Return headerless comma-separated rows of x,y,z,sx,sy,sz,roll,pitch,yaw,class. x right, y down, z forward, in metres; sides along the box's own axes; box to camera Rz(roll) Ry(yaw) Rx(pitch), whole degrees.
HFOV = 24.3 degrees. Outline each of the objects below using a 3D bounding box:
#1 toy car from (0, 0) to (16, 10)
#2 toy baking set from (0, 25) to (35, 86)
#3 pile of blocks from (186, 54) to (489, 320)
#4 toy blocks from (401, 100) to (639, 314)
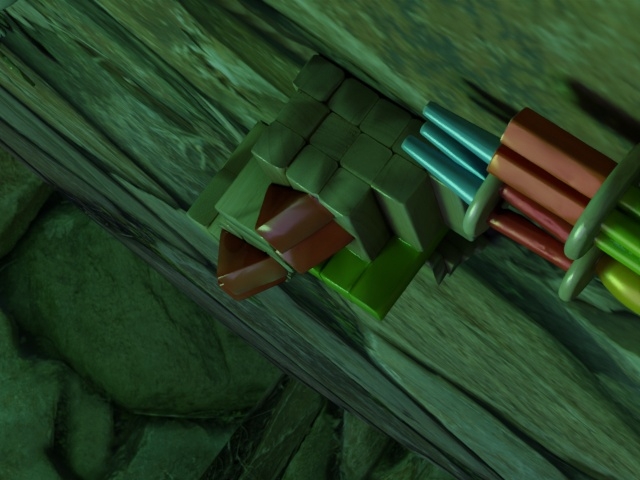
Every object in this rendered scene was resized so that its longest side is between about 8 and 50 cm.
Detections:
-0.264,-0.194,0.867,0.159,0.136,0.182,-5,-173,18,toy car
-0.354,-0.244,1.348,0.256,0.030,0.197,43,178,2,toy baking set
0.000,0.000,0.897,0.149,0.113,0.362,38,172,-6,pile of blocks
0.096,-0.017,0.595,0.148,0.054,0.123,35,173,15,toy blocks
